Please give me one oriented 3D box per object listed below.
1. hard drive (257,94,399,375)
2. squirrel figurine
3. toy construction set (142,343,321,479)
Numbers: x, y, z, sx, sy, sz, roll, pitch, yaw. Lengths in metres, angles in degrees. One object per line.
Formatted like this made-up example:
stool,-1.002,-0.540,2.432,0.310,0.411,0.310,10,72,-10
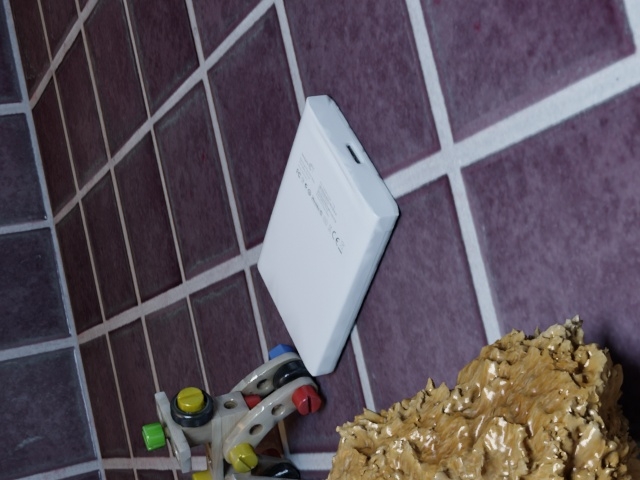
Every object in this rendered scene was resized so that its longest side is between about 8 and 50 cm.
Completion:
hard drive,0.000,0.000,1.412,0.203,0.040,0.307,62,149,33
squirrel figurine,0.179,0.270,0.893,0.370,0.281,0.397,-29,75,57
toy construction set,-0.116,0.315,1.538,0.309,0.237,0.257,66,151,25
